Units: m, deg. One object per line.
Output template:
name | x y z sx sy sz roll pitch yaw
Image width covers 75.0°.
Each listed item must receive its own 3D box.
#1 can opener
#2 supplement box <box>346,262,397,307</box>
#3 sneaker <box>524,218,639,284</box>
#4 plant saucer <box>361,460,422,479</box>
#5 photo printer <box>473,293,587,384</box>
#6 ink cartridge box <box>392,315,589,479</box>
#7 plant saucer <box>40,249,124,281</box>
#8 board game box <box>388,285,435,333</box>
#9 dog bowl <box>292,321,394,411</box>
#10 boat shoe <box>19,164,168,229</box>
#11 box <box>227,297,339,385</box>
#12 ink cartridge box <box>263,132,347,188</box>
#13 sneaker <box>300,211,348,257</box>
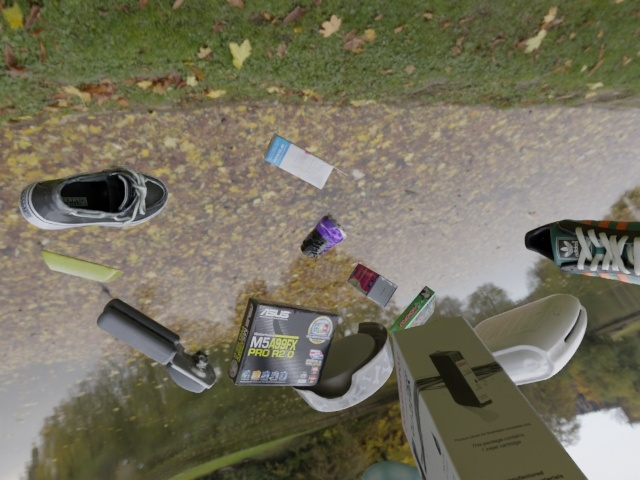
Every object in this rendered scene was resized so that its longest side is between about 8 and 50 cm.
can opener | -0.345 0.238 0.880 0.283 0.076 0.095 40 102 -22
supplement box | 0.225 0.195 1.856 0.114 0.220 0.111 33 88 -21
sneaker | 0.452 0.018 0.673 0.121 0.107 0.302 -4 -176 -5
plant saucer | 0.180 0.578 0.921 0.195 0.194 0.037 -36 -177 28
photo printer | 0.488 0.252 1.027 0.256 0.107 0.307 -30 172 -39
ink cartridge box | 0.185 0.255 0.518 0.114 0.272 0.196 -11 114 -2
plant saucer | -0.660 0.079 1.162 0.188 0.045 0.188 18 168 -18
board game box | 0.356 0.307 1.607 0.213 0.046 0.317 -49 156 -8
dog bowl | 0.073 0.397 1.320 0.349 0.102 0.349 -26 -171 4
boat shoe | -0.374 -0.087 0.774 0.105 0.113 0.306 -12 180 21
box | -0.094 0.280 1.130 0.270 0.060 0.216 16 93 -36
ink cartridge box | -0.037 -0.176 0.964 0.182 0.104 0.061 26 102 -16
sneaker | 0.001 0.001 1.451 0.146 0.102 0.293 -39 175 -10
